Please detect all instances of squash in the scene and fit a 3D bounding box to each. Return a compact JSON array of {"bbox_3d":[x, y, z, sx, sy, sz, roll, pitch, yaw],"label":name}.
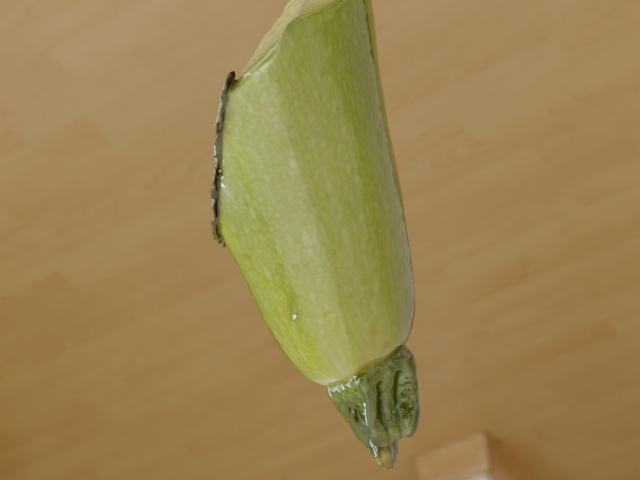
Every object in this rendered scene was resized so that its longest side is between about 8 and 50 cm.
[{"bbox_3d":[-0.003,-0.001,0.550,0.075,0.090,0.200,-9,111,2],"label":"squash"}]
